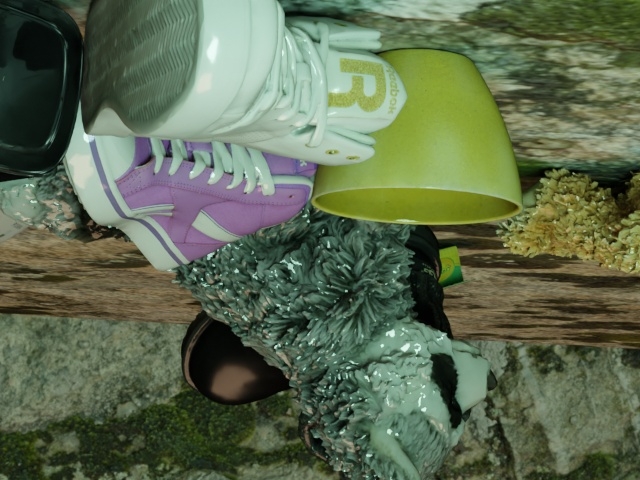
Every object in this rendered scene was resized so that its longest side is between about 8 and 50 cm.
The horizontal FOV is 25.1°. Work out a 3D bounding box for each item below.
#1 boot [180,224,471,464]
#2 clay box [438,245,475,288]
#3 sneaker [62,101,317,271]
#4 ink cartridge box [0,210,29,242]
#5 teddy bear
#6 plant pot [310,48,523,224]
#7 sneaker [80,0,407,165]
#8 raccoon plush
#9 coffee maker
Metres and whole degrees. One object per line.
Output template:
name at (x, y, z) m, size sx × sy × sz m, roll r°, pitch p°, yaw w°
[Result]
boot at (-0.009, 0.140, 1.493) m, size 0.348 × 0.260 × 0.131 m, roll -32°, pitch 127°, yaw 24°
clay box at (0.074, 0.048, 1.752) m, size 0.127 × 0.053 × 0.222 m, roll -14°, pitch -178°, yaw -35°
sneaker at (-0.090, -0.068, 1.051) m, size 0.161 × 0.102 × 0.282 m, roll -18°, pitch 164°, yaw 7°
ink cartridge box at (-0.343, -0.025, 1.492) m, size 0.224 × 0.056 × 0.181 m, roll 4°, pitch 172°, yaw 5°
teddy bear at (0.320, -0.004, 1.223) m, size 0.338 × 0.113 × 0.245 m, roll 1°, pitch 174°, yaw 12°
plant pot at (0.063, -0.067, 0.915) m, size 0.134 × 0.095 × 0.134 m, roll 3°, pitch 171°, yaw 0°
sneaker at (-0.024, -0.097, 0.750) m, size 0.169 × 0.108 × 0.292 m, roll 3°, pitch -178°, yaw -17°
raccoon plush at (-0.069, 0.082, 1.278) m, size 0.446 × 0.299 × 0.216 m, roll 1°, pitch 172°, yaw 15°
coffee maker at (-0.216, -0.088, 0.865) m, size 0.171 × 0.120 × 0.178 m, roll -14°, pitch -175°, yaw -39°
